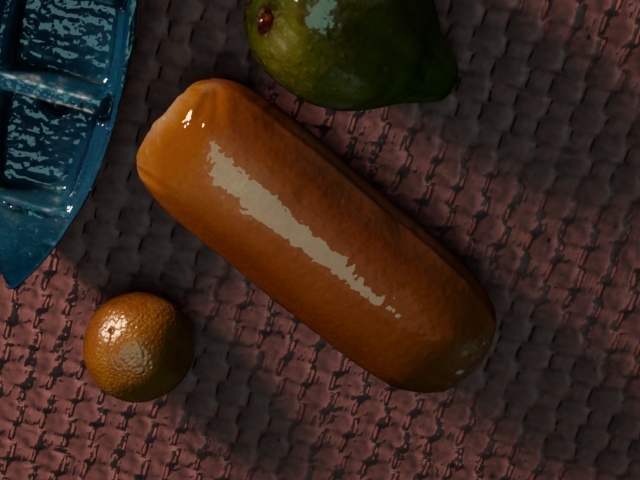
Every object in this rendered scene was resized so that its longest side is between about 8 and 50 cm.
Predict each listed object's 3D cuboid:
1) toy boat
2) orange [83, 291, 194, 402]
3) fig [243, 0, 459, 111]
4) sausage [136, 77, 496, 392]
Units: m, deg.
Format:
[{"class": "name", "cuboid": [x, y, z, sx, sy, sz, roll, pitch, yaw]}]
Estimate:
[{"class": "toy boat", "cuboid": [-0.176, -0.106, 1.233, 0.096, 0.062, 0.299, 15, 113, -1]}, {"class": "orange", "cuboid": [-0.127, 0.076, 1.300, 0.085, 0.085, 0.085, 2, 113, 5]}, {"class": "fig", "cuboid": [0.030, -0.134, 1.171, 0.156, 0.123, 0.123, 27, 114, -19]}, {"class": "sausage", "cuboid": [0.001, 0.000, 1.239, 0.274, 0.105, 0.105, 39, 112, -11]}]
